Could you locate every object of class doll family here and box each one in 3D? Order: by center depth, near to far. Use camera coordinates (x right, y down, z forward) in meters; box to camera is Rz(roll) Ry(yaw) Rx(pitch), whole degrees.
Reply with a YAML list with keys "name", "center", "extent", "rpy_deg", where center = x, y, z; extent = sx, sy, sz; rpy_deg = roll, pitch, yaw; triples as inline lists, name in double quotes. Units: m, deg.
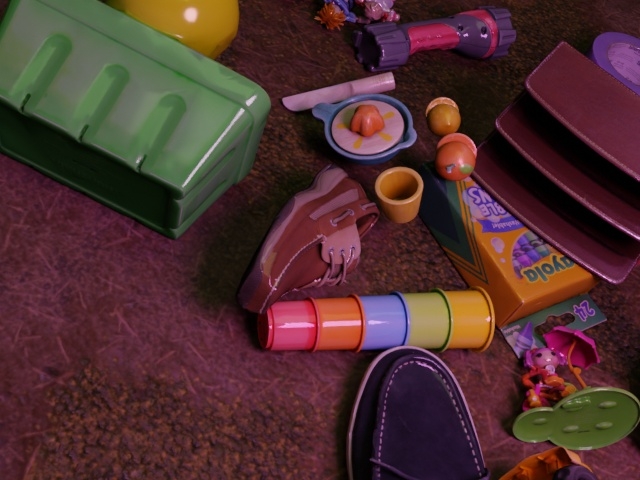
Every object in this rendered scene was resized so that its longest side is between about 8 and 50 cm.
- name: "doll family"
  center: [0.019, -0.467, 1.577]
  extent: [0.263, 0.118, 0.163]
  rpy_deg: [40, 41, -14]

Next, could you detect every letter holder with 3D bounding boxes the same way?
- name: "letter holder"
  center: [0.398, -0.110, 1.285]
  extent: [0.302, 0.152, 0.214]
  rpy_deg: [40, 63, 10]

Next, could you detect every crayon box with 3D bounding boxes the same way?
- name: "crayon box"
  center: [0.304, 0.002, 1.336]
  extent: [0.203, 0.083, 0.322]
  rpy_deg: [-17, 63, -31]

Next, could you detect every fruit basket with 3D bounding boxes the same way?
- name: "fruit basket"
  center: [-0.232, -0.243, 1.168]
  extent: [0.392, 0.283, 0.391]
  rpy_deg: [5, 67, -11]

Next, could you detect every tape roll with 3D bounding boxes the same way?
- name: "tape roll"
  center: [0.604, -0.320, 1.707]
  extent: [0.189, 0.080, 0.188]
  rpy_deg: [11, 52, -15]

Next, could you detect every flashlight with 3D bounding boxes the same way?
- name: "flashlight"
  center: [0.214, -0.363, 1.571]
  extent: [0.304, 0.103, 0.103]
  rpy_deg: [-17, 94, -30]

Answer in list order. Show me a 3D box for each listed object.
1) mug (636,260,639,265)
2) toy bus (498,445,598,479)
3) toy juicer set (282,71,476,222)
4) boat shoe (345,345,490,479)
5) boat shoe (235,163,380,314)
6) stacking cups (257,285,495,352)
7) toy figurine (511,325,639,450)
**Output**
- name: "mug"
  center: [0.487, -0.055, 1.423]
  extent: [0.169, 0.113, 0.150]
  rpy_deg: [41, 95, 6]
- name: "toy bus"
  center: [0.327, 0.383, 1.026]
  extent: [0.212, 0.149, 0.220]
  rpy_deg: [21, 45, -23]
- name: "toy juicer set"
  center: [0.104, -0.188, 1.322]
  extent: [0.209, 0.089, 0.329]
  rpy_deg: [-31, 56, -13]
- name: "boat shoe"
  center: [0.131, 0.328, 0.970]
  extent: [0.187, 0.156, 0.500]
  rpy_deg: [12, 50, -12]
- name: "boat shoe"
  center: [0.000, 0.000, 1.154]
  extent: [0.120, 0.122, 0.324]
  rpy_deg: [33, 37, 4]
- name: "stacking cups"
  center: [0.073, 0.104, 1.161]
  extent: [0.316, 0.096, 0.096]
  rpy_deg: [3, 54, -18]
- name: "toy figurine"
  center: [0.337, 0.194, 1.207]
  extent: [0.173, 0.130, 0.159]
  rpy_deg: [-7, 40, 2]
